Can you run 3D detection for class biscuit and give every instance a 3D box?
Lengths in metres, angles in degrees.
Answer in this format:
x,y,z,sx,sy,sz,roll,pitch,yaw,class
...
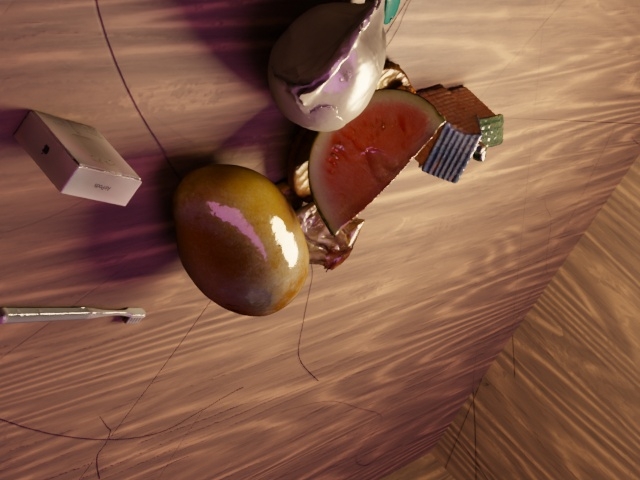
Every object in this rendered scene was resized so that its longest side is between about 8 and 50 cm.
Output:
x,y,z,sx,sy,sz,roll,pitch,yaw,class
0.056,-0.204,1.900,0.318,0.040,0.317,-35,150,-24,biscuit

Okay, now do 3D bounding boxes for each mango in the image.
x,y,z,sx,sy,sz,roll,pitch,yaw,class
-0.147,-0.005,1.743,0.222,0.198,0.384,-27,143,7,mango

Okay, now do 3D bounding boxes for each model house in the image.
x,y,z,sx,sy,sz,roll,pitch,yaw,class
0.285,-0.216,2.071,0.183,0.172,0.166,-22,145,-38,model house

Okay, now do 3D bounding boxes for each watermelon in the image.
x,y,z,sx,sy,sz,roll,pitch,yaw,class
0.064,-0.157,1.798,0.303,0.159,0.128,-47,-177,-14,watermelon

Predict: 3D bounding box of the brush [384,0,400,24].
x,y,z,sx,sy,sz,roll,pitch,yaw,class
0.121,-0.436,1.689,0.043,0.032,0.193,-40,166,-18,brush

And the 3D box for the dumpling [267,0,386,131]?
x,y,z,sx,sy,sz,roll,pitch,yaw,class
0.029,-0.300,1.586,0.260,0.181,0.341,-53,161,-1,dumpling

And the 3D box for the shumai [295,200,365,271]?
x,y,z,sx,sy,sz,roll,pitch,yaw,class
0.000,0.000,1.953,0.201,0.120,0.201,-33,166,-9,shumai

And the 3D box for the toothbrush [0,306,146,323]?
x,y,z,sx,sy,sz,roll,pitch,yaw,class
-0.431,0.131,1.743,0.030,0.025,0.342,-50,154,18,toothbrush

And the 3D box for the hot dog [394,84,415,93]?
x,y,z,sx,sy,sz,roll,pitch,yaw,class
0.141,-0.233,1.902,0.062,0.038,0.144,-15,139,-49,hot dog

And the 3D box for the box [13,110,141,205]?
x,y,z,sx,sy,sz,roll,pitch,yaw,class
-0.339,-0.115,1.393,0.051,0.129,0.130,-52,152,16,box

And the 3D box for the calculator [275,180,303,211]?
x,y,z,sx,sy,sz,roll,pitch,yaw,class
-0.121,-0.025,1.939,0.235,0.032,0.146,-45,154,-2,calculator
